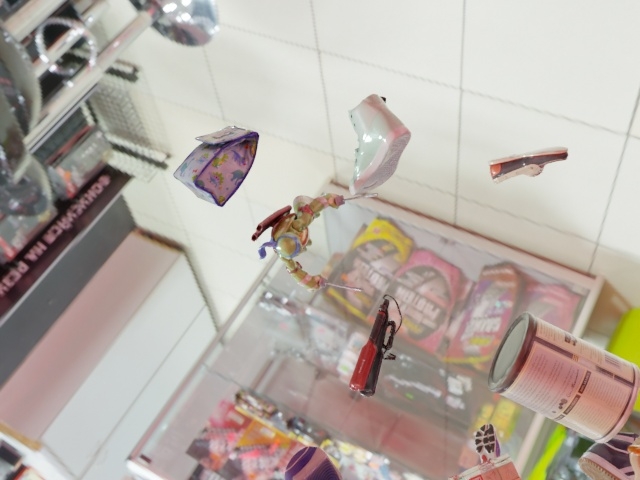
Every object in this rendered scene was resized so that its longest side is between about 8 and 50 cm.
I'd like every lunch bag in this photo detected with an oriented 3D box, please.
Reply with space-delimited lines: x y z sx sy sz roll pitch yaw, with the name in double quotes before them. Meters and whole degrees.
"lunch bag" -0.186 -0.149 1.458 0.096 0.151 0.129 44 170 -29

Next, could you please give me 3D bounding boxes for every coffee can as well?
"coffee can" 0.553 0.313 1.806 0.275 0.201 0.201 26 150 2

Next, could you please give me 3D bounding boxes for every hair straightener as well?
"hair straightener" 0.125 0.224 1.676 0.047 0.230 0.089 -5 148 38

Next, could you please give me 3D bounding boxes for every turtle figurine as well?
"turtle figurine" 0.000 0.000 1.699 0.266 0.275 0.197 -103 -3 -76

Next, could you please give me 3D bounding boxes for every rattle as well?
"rattle" 0.694 0.512 1.659 0.130 0.143 0.199 20 111 23

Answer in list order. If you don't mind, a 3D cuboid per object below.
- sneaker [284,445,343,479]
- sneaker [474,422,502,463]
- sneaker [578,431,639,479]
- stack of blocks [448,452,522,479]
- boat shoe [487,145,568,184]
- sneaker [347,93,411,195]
"sneaker" -0.033 0.539 1.625 0.182 0.127 0.315 27 143 46
"sneaker" 0.484 0.603 2.217 0.068 0.170 0.071 -23 151 36
"sneaker" 0.828 0.608 2.034 0.282 0.153 0.099 35 145 27
"stack of blocks" 0.464 0.716 1.990 0.087 0.171 0.297 21 -135 -84
"boat shoe" 0.341 -0.124 1.289 0.137 0.049 0.043 -10 99 35
"sneaker" 0.108 -0.219 1.783 0.151 0.094 0.256 59 147 20
